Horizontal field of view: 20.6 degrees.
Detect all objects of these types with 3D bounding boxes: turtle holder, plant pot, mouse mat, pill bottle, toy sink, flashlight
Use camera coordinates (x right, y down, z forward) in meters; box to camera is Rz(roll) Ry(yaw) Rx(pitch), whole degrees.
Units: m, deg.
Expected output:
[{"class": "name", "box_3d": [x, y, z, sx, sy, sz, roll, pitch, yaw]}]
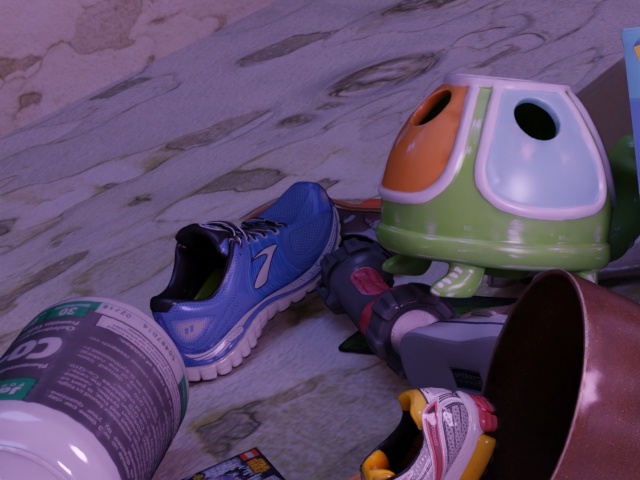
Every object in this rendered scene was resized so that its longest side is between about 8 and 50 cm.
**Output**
[{"class": "turtle holder", "box_3d": [0.223, -0.058, 1.885, 0.320, 0.227, 0.243, 5, 6, 3]}, {"class": "plant pot", "box_3d": [0.275, 0.154, 1.465, 0.230, 0.215, 0.215, 14, 15, -14]}, {"class": "mouse mat", "box_3d": [0.131, 0.098, 2.055, 0.189, 0.007, 0.152, 4, 28, 43]}, {"class": "pill bottle", "box_3d": [-0.272, 0.218, 1.777, 0.204, 0.204, 0.361, -11, 20, 16]}, {"class": "toy sink", "box_3d": [0.448, -0.134, 2.185, 0.153, 0.234, 0.131, -35, -3, -38]}, {"class": "flashlight", "box_3d": [0.076, 0.066, 2.034, 0.103, 0.103, 0.304, 8, 14, -13]}]

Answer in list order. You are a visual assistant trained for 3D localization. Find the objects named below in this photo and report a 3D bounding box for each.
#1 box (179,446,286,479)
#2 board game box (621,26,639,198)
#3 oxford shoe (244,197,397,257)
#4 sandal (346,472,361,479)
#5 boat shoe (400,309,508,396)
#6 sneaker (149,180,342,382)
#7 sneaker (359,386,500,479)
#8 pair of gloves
[{"class": "box", "box_3d": [-0.082, 0.258, 1.772, 0.094, 0.027, 0.137, -22, 20, -15]}, {"class": "board game box", "box_3d": [0.435, -0.116, 1.884, 0.079, 0.254, 0.336, -3, 8, 33]}, {"class": "oxford shoe", "box_3d": [0.000, 0.000, 2.302, 0.271, 0.097, 0.098, -5, 29, 31]}, {"class": "sandal", "box_3d": [-0.021, 0.258, 1.648, 0.265, 0.076, 0.102, -33, 24, -36]}, {"class": "boat shoe", "box_3d": [0.231, 0.126, 1.741, 0.156, 0.136, 0.367, -22, 10, -23]}, {"class": "sneaker", "box_3d": [-0.091, 0.022, 2.168, 0.129, 0.147, 0.330, 1, 38, 39]}, {"class": "sneaker", "box_3d": [0.063, 0.222, 1.494, 0.092, 0.225, 0.088, 20, 9, -23]}, {"class": "pair of gloves", "box_3d": [0.268, 0.052, 2.001, 0.204, 0.042, 0.240, -4, 23, 28]}]
